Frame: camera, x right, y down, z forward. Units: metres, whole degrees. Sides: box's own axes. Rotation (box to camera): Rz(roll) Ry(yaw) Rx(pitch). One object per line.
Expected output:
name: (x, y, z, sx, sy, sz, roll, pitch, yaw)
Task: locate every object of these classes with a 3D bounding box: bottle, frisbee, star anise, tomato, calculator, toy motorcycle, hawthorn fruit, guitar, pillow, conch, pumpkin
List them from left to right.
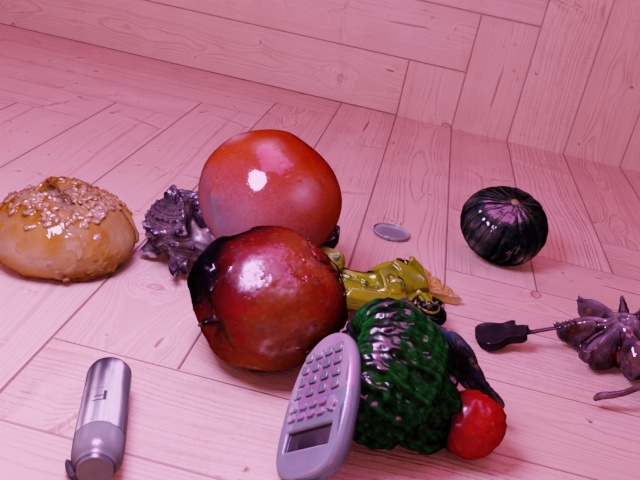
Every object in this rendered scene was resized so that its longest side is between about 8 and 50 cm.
bottle: (-0.355, 0.287, 1.261, 0.096, 0.079, 0.254, -28, 27, 4)
conch: (-0.304, -0.017, 1.860, 0.240, 0.186, 0.313, 28, 13, -4)
tomato: (-0.121, -0.090, 1.746, 0.321, 0.321, 0.321, 10, 24, -5)
hawthorn fruit: (-0.105, 0.105, 1.522, 0.316, 0.316, 0.316, 10, 24, -5)
calculator: (-0.003, 0.288, 1.260, 0.041, 0.185, 0.299, 27, 55, -24)
toy motorcycle: (0.119, 0.102, 1.801, 0.342, 0.142, 0.206, 11, 23, -6)
frisbee: (0.203, -0.023, 2.264, 0.110, 0.014, 0.110, 10, 23, -4)
pillow: (0.246, 0.218, 1.534, 0.034, 0.189, 0.255, -38, 27, -9)
pumpkin: (0.509, -0.037, 2.216, 0.250, 0.216, 0.250, 15, 54, -21)
guitar: (0.467, 0.204, 1.791, 0.233, 0.025, 0.088, -10, 25, -2)
star anise: (0.673, 0.240, 1.798, 0.359, 0.139, 0.316, -16, 25, -19)

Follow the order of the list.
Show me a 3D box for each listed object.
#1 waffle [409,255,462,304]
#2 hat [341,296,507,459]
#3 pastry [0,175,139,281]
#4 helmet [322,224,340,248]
waffle: (0.291, 0.098, 2.014, 0.125, 0.032, 0.191, 10, 26, -1)
hat: (0.172, 0.278, 1.402, 0.332, 0.242, 0.274, 33, 47, -9)
pastry: (-0.561, -0.040, 1.742, 0.315, 0.184, 0.284, -10, 33, -41)
helmet: (0.000, 0.000, 2.024, 0.098, 0.070, 0.123, 12, 31, 15)
